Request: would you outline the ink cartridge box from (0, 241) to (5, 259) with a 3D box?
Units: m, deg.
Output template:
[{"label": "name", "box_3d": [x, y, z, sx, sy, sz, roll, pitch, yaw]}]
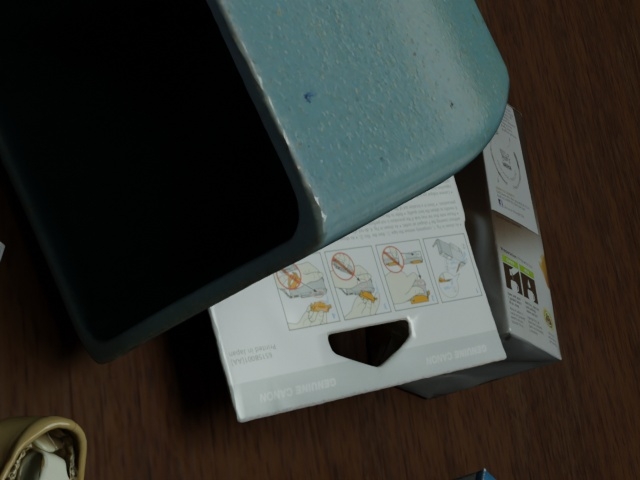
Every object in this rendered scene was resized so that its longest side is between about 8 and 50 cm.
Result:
[{"label": "ink cartridge box", "box_3d": [-0.253, -0.013, 0.628, 0.207, 0.046, 0.097, 47, 37, -39]}]

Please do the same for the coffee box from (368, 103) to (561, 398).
[{"label": "coffee box", "box_3d": [0.115, -0.002, 1.115, 0.098, 0.141, 0.246, 26, 52, -47]}]

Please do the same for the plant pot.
[{"label": "plant pot", "box_3d": [-0.033, -0.104, 0.769, 0.252, 0.247, 0.248, -21, 85, -42]}]

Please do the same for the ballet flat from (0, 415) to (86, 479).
[{"label": "ballet flat", "box_3d": [-0.164, 0.191, 0.634, 0.080, 0.073, 0.232, 36, 45, -42]}]

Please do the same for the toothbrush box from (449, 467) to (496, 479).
[{"label": "toothbrush box", "box_3d": [0.149, 0.351, 0.951, 0.295, 0.126, 0.216, 46, 39, -26]}]

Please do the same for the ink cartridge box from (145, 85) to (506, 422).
[{"label": "ink cartridge box", "box_3d": [0.000, 0.000, 0.943, 0.275, 0.060, 0.239, -7, 78, -40]}]
